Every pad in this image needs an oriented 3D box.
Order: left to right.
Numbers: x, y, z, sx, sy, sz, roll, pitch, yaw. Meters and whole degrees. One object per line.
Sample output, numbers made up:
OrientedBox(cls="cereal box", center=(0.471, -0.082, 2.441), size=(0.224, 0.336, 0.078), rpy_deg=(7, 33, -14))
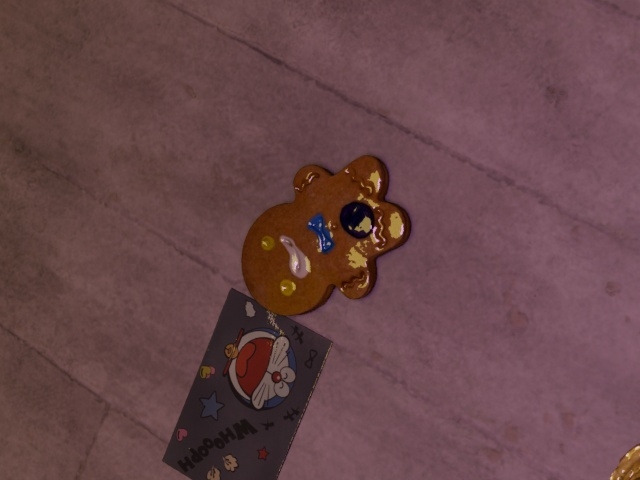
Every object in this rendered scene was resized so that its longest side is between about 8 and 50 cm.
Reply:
OrientedBox(cls="pad", center=(-0.093, 0.203, 2.212), size=(0.170, 0.006, 0.245), rpy_deg=(27, 99, 29))

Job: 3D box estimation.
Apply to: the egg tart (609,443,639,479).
OrientedBox(cls="egg tart", center=(0.381, 0.300, 1.883), size=(0.191, 0.074, 0.191), rpy_deg=(-2, 85, 28))

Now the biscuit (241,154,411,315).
OrientedBox(cls="biscuit", center=(0.000, 0.000, 2.156), size=(0.236, 0.039, 0.180), rpy_deg=(-36, 70, 26))
